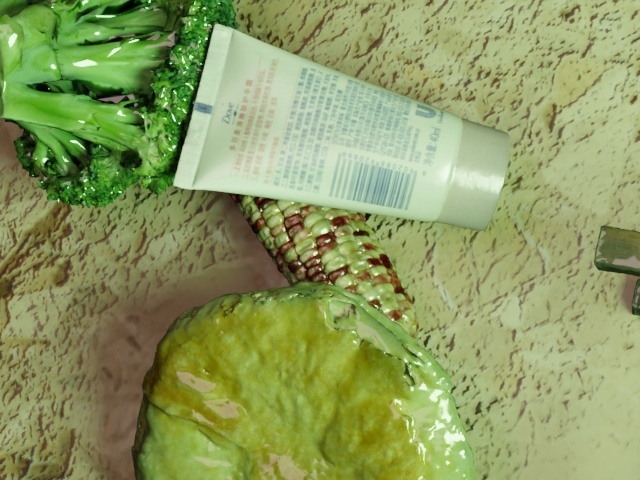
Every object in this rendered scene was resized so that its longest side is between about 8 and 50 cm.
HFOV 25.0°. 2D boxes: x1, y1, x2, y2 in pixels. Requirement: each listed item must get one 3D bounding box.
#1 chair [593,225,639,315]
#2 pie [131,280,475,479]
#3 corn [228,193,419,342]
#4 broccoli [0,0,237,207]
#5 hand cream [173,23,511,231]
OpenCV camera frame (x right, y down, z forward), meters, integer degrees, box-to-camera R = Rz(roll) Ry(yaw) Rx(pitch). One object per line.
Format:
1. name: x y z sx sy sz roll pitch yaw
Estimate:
1. chair: 0.376 0.154 0.933 0.416 0.203 0.240 10 77 24
2. pie: -0.016 0.168 1.107 0.306 0.071 0.306 4 100 22
3. corn: 0.000 0.000 1.163 0.086 0.086 0.253 -37 69 9
4. broccoli: -0.191 -0.159 1.191 0.261 0.242 0.269 15 112 38
5. hand cream: 0.019 -0.072 1.121 0.248 0.083 0.133 16 78 -3
